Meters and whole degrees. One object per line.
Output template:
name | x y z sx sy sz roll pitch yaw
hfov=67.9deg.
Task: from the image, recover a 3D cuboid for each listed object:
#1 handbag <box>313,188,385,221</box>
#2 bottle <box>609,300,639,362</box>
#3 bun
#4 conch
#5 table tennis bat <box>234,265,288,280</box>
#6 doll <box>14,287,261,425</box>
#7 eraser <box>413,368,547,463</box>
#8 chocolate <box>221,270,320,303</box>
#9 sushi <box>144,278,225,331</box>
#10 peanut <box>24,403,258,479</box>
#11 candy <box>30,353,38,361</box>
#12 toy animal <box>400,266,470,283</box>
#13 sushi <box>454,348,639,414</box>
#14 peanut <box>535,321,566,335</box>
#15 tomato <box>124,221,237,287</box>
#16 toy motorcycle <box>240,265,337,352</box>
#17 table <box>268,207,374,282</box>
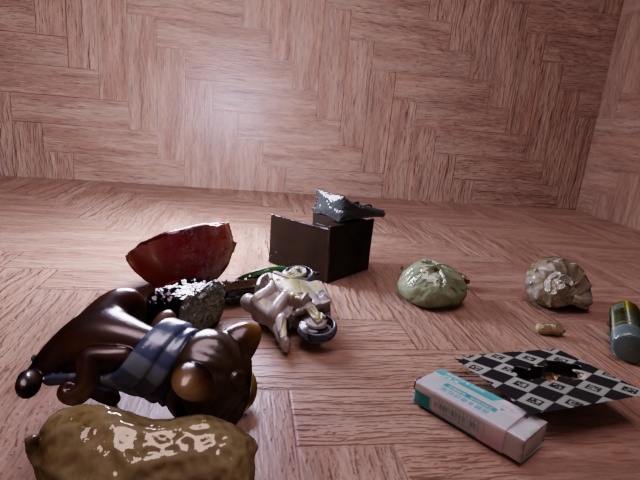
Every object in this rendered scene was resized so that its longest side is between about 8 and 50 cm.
handbag | 0.090 -0.117 1.668 0.175 0.088 0.270 4 11 -32
bottle | 0.835 0.242 1.296 0.082 0.082 0.286 13 17 28
bun | 0.349 0.127 1.483 0.212 0.126 0.204 -5 20 -35
conch | 0.779 0.127 1.557 0.210 0.159 0.291 8 13 15
table tennis bat | -0.151 0.109 1.467 0.160 0.039 0.257 -23 -13 33
doll | -0.275 0.217 0.789 0.340 0.209 0.318 11 14 10
eraser | 0.290 0.318 0.889 0.095 0.052 0.225 -6 17 -43
chocolate | -0.149 0.137 1.388 0.329 0.065 0.102 -4 -18 -35
sushi | -0.315 0.161 1.125 0.126 0.136 0.225 9 8 6
peanut | -0.231 0.305 0.616 0.291 0.143 0.159 9 46 -7
candy | -0.494 0.229 0.976 0.175 0.045 0.043 -10 34 -43
toy animal | 0.397 0.122 1.666 0.241 0.057 0.099 14 11 35
sushi | 0.465 0.303 0.995 0.290 0.050 0.264 0 9 -17
peanut | 0.635 0.245 1.312 0.083 0.037 0.037 11 15 4
tomato | -0.390 0.068 1.384 0.309 0.170 0.309 -24 -6 -3
toy motorcycle | -0.090 0.163 1.220 0.223 0.108 0.340 -8 27 -14
table | 0.000 0.000 1.704 0.282 0.196 0.250 17 20 38
